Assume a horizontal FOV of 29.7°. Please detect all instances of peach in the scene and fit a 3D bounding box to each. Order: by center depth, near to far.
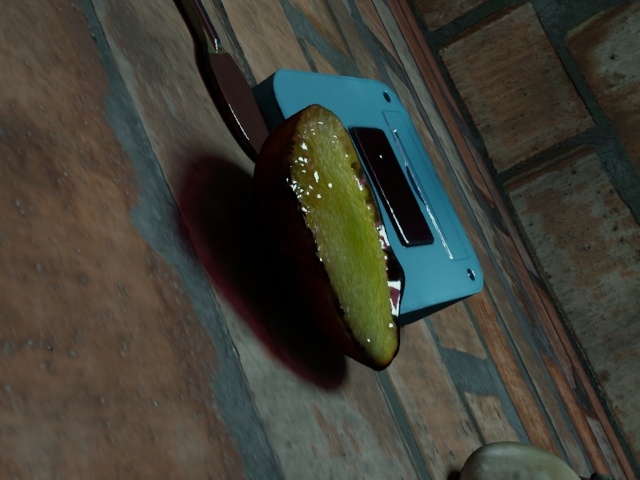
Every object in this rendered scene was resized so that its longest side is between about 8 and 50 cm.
[{"bbox_3d":[-0.003,0.001,0.830,0.279,0.068,0.189,34,39,-69],"label":"peach"}]

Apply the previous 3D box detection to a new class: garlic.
[{"bbox_3d":[0.178,0.268,0.983,0.143,0.112,0.318,59,23,-31],"label":"garlic"}]

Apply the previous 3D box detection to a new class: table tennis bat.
[{"bbox_3d":[-0.074,-0.130,0.931,0.158,0.014,0.095,65,14,-4],"label":"table tennis bat"}]

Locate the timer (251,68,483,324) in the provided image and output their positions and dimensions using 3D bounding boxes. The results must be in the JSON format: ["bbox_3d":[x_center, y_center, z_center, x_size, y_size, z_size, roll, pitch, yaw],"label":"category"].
[{"bbox_3d":[0.029,-0.032,1.082,0.250,0.091,0.231,-2,67,-63],"label":"timer"}]

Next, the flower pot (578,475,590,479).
[{"bbox_3d":[0.239,0.296,1.167,0.111,0.111,0.089,59,27,-21],"label":"flower pot"}]

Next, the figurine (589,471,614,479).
[{"bbox_3d":[0.154,0.255,0.663,0.175,0.197,0.265,56,-6,-26],"label":"figurine"}]
